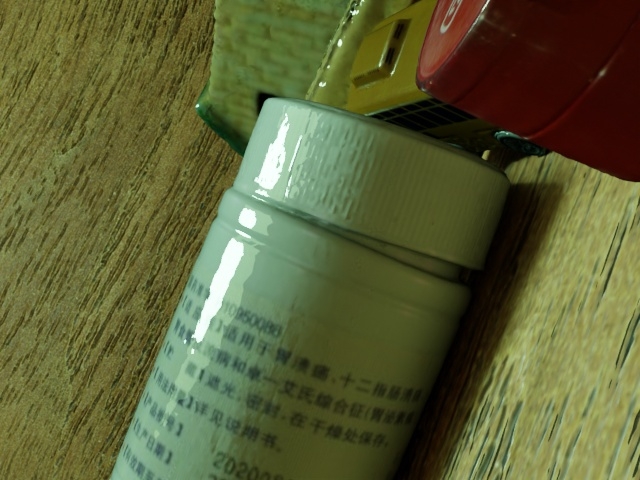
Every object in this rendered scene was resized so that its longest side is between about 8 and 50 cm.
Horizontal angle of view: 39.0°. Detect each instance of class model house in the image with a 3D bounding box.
[{"bbox_3d":[0.006,-0.293,1.295,0.382,0.335,0.342,-69,-5,-45],"label":"model house"}]

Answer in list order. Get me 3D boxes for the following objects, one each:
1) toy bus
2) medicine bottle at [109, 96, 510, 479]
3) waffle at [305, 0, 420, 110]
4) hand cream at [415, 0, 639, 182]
[{"bbox_3d":[0.098,-0.120,0.655,0.098,0.114,0.201,-70,19,-5],"label":"toy bus"},{"bbox_3d":[-0.010,0.074,0.645,0.190,0.190,0.332,-127,60,-83],"label":"medicine bottle"},{"bbox_3d":[0.056,-0.175,0.951,0.261,0.114,0.376,-71,7,-53],"label":"waffle"},{"bbox_3d":[0.137,-0.132,0.418,0.193,0.125,0.193,-159,90,-84],"label":"hand cream"}]
